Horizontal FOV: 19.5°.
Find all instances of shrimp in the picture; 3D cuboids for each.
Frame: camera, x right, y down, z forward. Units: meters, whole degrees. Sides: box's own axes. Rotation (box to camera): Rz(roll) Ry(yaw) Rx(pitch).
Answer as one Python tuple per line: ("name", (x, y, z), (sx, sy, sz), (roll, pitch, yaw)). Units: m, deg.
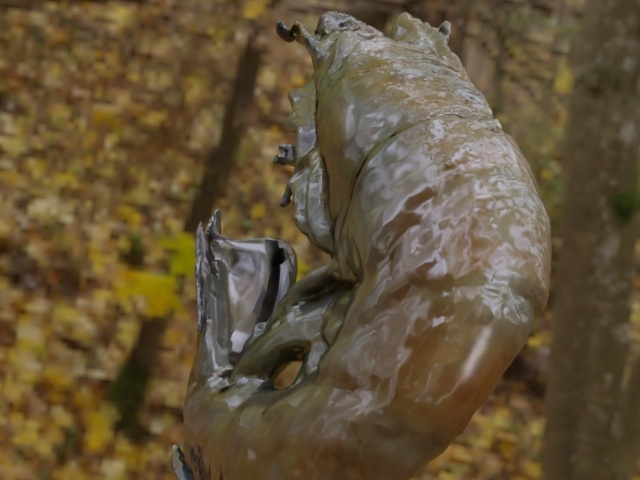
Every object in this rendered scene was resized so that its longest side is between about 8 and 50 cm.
("shrimp", (0.000, 0.000, 0.508), (0.047, 0.126, 0.223), (37, 17, -23))
